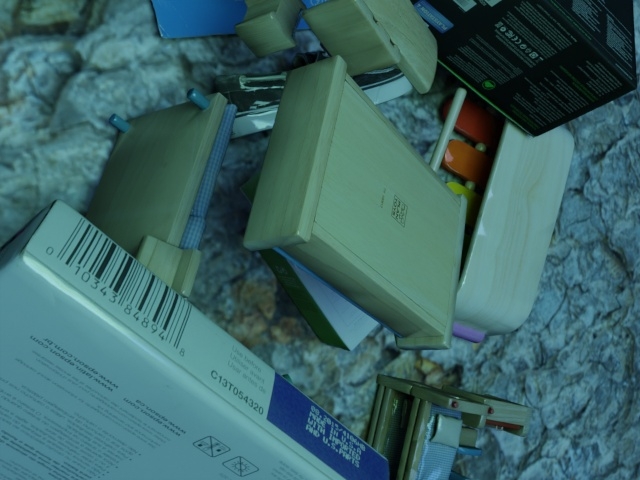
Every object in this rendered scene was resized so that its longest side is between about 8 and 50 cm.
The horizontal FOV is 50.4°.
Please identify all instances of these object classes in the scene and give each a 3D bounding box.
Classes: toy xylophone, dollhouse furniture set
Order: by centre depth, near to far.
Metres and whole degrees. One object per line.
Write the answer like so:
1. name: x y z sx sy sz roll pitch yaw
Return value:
1. dollhouse furniture set: -0.054 -0.045 0.595 0.198 0.303 0.286 39 54 -43
2. dollhouse furniture set: 0.161 0.240 0.774 0.183 0.129 0.129 17 84 -30
3. toy xylophone: 0.192 -0.047 0.808 0.236 0.081 0.323 31 76 -28

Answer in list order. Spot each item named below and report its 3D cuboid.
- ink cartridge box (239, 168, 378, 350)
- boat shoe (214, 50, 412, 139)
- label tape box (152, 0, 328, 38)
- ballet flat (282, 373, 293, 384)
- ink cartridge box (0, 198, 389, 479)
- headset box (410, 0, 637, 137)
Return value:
1. ink cartridge box: 0.000 0.000 0.708 0.109 0.062 0.209 -42 111 -22
2. boat shoe: -0.001 -0.160 0.693 0.219 0.078 0.070 -18 102 -27
3. label tape box: -0.055 -0.382 0.633 0.249 0.115 0.348 -14 97 -29
4. ballet flat: -0.049 0.301 0.675 0.124 0.116 0.342 -15 100 -9
5. ink cartridge box: -0.173 0.167 0.525 0.324 0.330 0.071 44 31 -25
6. headset box: 0.216 -0.305 0.742 0.246 0.131 0.283 29 57 -28
